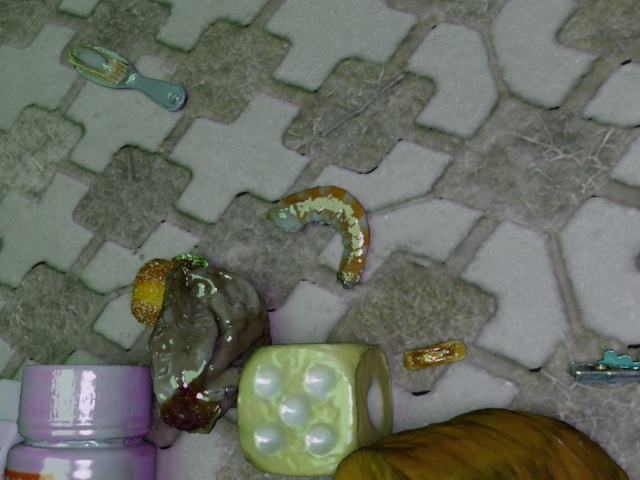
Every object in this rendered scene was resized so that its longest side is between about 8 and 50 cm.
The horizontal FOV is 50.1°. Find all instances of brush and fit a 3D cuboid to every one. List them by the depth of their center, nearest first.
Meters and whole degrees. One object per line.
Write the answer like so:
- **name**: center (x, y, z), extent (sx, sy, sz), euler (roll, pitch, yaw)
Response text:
- **brush**: center (-0.367, -0.308, 1.253), extent (0.297, 0.060, 0.068), euler (26, 88, 25)

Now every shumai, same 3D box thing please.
- **shumai**: center (-0.149, 0.159, 0.972), extent (0.184, 0.185, 0.218), euler (5, 100, -17)

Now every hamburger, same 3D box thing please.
- **hamburger**: center (-0.238, 0.085, 1.106), extent (0.166, 0.087, 0.137), euler (8, 83, 24)

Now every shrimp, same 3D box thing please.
- **shrimp**: center (0.000, 0.000, 1.051), extent (0.161, 0.049, 0.166), euler (-12, 83, 19)

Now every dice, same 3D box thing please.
- **dice**: center (-0.003, 0.226, 0.936), extent (0.169, 0.166, 0.169), euler (-6, 77, 21)

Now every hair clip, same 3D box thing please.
- **hair clip**: center (0.399, 0.159, 0.845), extent (0.173, 0.049, 0.049), euler (0, 80, 18)

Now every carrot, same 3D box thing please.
- **carrot**: center (0.178, 0.329, 0.813), extent (0.241, 0.341, 0.241), euler (-4, 86, 53)

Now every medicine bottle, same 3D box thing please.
- **medicine bottle**: center (-0.361, 0.382, 1.029), extent (0.219, 0.219, 0.388), euler (-3, 79, 23)

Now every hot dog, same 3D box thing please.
- **hot dog**: center (0.156, 0.160, 0.953), extent (0.090, 0.034, 0.030), euler (-17, 73, 20)

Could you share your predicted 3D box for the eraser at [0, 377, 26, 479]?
- **eraser**: center (-0.505, 0.375, 1.087), extent (0.086, 0.130, 0.287), euler (3, 58, 18)
